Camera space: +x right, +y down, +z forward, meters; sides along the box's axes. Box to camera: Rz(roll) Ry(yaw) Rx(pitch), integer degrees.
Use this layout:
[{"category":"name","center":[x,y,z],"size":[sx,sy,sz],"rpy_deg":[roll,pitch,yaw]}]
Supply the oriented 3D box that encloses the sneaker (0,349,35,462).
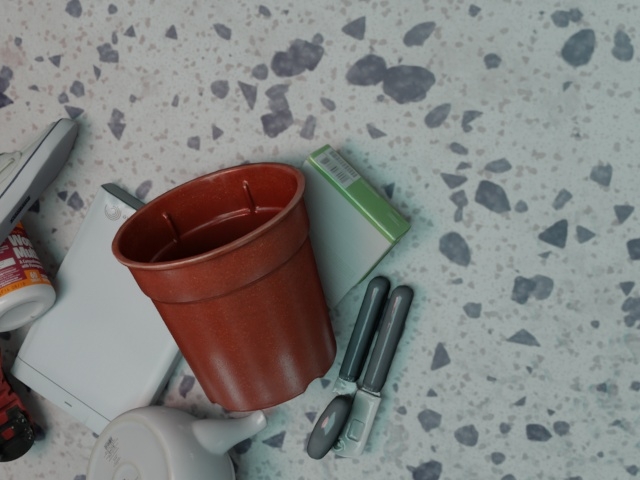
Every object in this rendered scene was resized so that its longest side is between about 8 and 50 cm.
[{"category":"sneaker","center":[-0.547,0.217,1.691],"size":[0.135,0.097,0.276],"rpy_deg":[16,129,56]}]

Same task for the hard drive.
[{"category":"hard drive","center":[-0.316,0.121,1.658],"size":[0.233,0.047,0.353],"rpy_deg":[32,106,10]}]

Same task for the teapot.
[{"category":"teapot","center":[-0.220,0.372,1.605],"size":[0.256,0.187,0.253],"rpy_deg":[-4,79,42]}]

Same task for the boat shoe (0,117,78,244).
[{"category":"boat shoe","center":[-0.464,-0.088,1.587],"size":[0.088,0.096,0.267],"rpy_deg":[32,71,2]}]

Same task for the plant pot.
[{"category":"plant pot","center":[-0.109,0.071,1.467],"size":[0.272,0.272,0.265],"rpy_deg":[-11,117,18]}]

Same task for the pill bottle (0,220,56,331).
[{"category":"pill bottle","center":[-0.505,0.020,1.642],"size":[0.121,0.121,0.221],"rpy_deg":[-36,72,19]}]

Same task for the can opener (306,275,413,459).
[{"category":"can opener","center":[0.061,0.191,1.539],"size":[0.074,0.093,0.280],"rpy_deg":[21,99,13]}]

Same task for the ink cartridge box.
[{"category":"ink cartridge box","center":[0.000,0.000,1.543],"size":[0.171,0.056,0.235],"rpy_deg":[44,132,6]}]
